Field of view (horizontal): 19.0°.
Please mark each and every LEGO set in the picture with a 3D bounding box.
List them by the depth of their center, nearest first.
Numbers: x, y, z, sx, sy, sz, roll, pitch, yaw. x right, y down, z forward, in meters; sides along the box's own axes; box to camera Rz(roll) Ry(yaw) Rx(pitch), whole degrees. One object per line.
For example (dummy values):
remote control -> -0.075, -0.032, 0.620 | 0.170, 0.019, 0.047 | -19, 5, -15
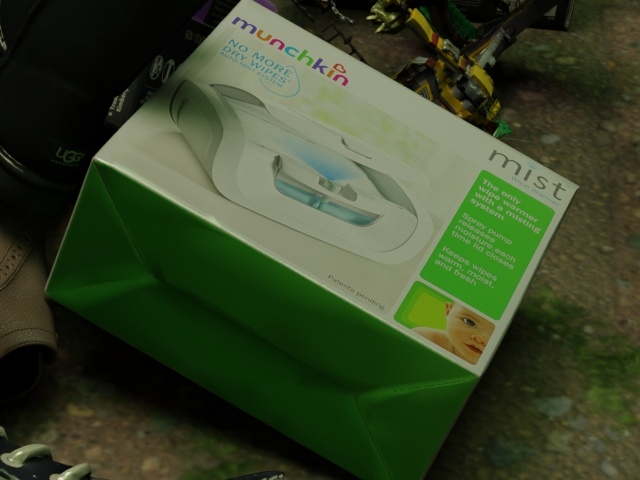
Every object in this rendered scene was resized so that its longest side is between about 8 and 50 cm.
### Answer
LEGO set -> 0.088, -0.246, 1.447 | 0.331, 0.192, 0.255 | 53, 37, -2

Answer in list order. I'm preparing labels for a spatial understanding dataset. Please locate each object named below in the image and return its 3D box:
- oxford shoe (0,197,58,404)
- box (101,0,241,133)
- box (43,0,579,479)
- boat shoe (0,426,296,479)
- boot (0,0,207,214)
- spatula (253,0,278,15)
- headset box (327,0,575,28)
oxford shoe -> -0.225, 0.038, 1.204 | 0.132, 0.130, 0.364 | 39, 30, -8
box -> -0.211, -0.173, 1.396 | 0.270, 0.143, 0.165 | 19, 2, 17
box -> 0.000, 0.000, 1.211 | 0.262, 0.127, 0.231 | 30, 39, 5
boat shoe -> -0.166, 0.136, 0.995 | 0.340, 0.127, 0.158 | -12, 72, -24
boot -> -0.169, -0.165, 1.201 | 0.094, 0.207, 0.246 | 16, 29, -45
spatula -> -0.176, -0.187, 1.568 | 0.296, 0.030, 0.084 | -1, 39, -12
headset box -> 0.106, -0.325, 1.719 | 0.246, 0.131, 0.283 | 7, 35, -1
